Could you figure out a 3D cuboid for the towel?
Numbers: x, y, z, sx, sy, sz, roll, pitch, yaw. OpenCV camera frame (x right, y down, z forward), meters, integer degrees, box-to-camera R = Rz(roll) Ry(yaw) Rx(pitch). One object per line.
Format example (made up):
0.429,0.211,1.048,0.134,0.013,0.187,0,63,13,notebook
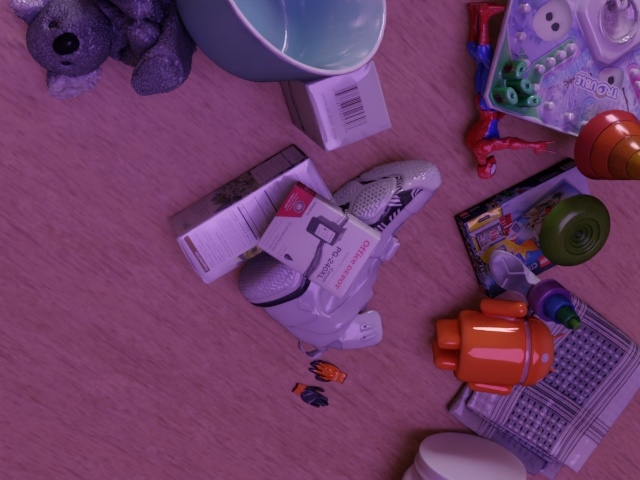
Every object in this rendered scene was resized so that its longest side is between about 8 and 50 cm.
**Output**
0.440,0.279,1.719,0.312,0.056,0.324,35,97,-25,towel

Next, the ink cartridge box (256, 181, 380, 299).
0.000,0.000,1.348,0.150,0.063,0.109,33,97,-1,ink cartridge box

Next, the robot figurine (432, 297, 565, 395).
0.306,0.185,1.587,0.219,0.128,0.158,5,78,0,robot figurine

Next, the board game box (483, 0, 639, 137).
0.471,-0.349,1.447,0.390,0.050,0.390,14,92,-26,board game box

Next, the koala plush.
-0.299,-0.288,1.246,0.221,0.203,0.196,-18,115,13,koala plush

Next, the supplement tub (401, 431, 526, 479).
0.239,0.531,1.652,0.228,0.228,0.316,5,108,-18,supplement tub

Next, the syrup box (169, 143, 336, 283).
-0.107,-0.042,1.415,0.237,0.093,0.096,-32,115,-4,syrup box

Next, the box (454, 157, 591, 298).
0.364,-0.021,1.593,0.233,0.044,0.159,-26,115,-7,box

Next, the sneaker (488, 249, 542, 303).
0.327,0.060,1.550,0.054,0.061,0.152,-46,122,10,sneaker

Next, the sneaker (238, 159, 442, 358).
0.066,0.036,1.478,0.366,0.137,0.210,-35,116,3,sneaker

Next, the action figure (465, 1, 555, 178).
0.302,-0.235,1.471,0.139,0.091,0.280,-2,109,-7,action figure

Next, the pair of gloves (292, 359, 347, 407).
-0.001,0.250,1.598,0.074,0.010,0.083,31,99,-24,pair of gloves

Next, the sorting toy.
0.437,-0.015,1.440,0.127,0.126,0.366,7,113,-24,sorting toy

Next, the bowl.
-0.074,-0.339,1.242,0.311,0.163,0.312,16,65,-38,bowl

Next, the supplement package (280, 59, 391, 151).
0.015,-0.213,1.344,0.105,0.179,0.105,-22,114,-9,supplement package
